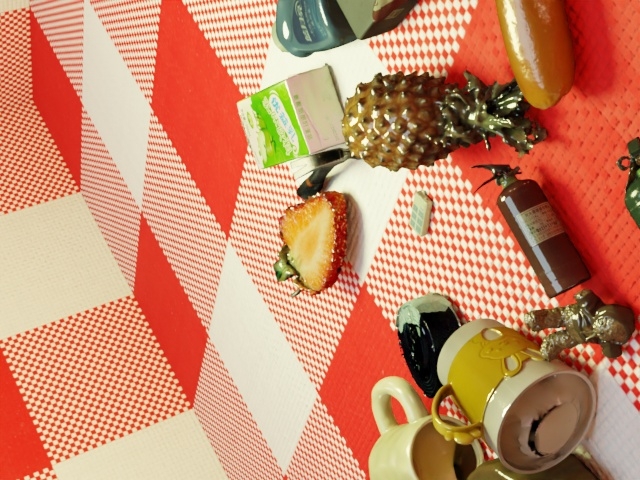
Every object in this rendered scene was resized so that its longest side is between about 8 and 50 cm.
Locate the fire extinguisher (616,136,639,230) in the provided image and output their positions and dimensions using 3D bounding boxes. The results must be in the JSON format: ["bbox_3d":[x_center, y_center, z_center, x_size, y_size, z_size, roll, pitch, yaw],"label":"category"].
[{"bbox_3d":[0.458,0.000,1.312,0.095,0.114,0.311,-34,75,24],"label":"fire extinguisher"}]

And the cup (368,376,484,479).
[{"bbox_3d":[0.168,0.404,2.043,0.255,0.173,0.202,44,152,-3],"label":"cup"}]

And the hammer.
[{"bbox_3d":[-0.009,-0.130,2.151,0.290,0.137,0.037,135,121,-72],"label":"hammer"}]

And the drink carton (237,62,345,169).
[{"bbox_3d":[-0.058,-0.247,2.160,0.271,0.108,0.161,-7,104,63],"label":"drink carton"}]

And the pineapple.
[{"bbox_3d":[0.194,-0.185,1.663,0.361,0.175,0.175,9,117,44],"label":"pineapple"}]

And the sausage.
[{"bbox_3d":[0.289,-0.296,1.442,0.098,0.098,0.238,1,106,64],"label":"sausage"}]

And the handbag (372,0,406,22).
[{"bbox_3d":[0.128,-0.473,1.588,0.213,0.127,0.235,-23,86,38],"label":"handbag"}]

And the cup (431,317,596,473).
[{"bbox_3d":[0.279,0.245,1.686,0.226,0.241,0.185,-135,34,-54],"label":"cup"}]

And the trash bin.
[{"bbox_3d":[0.070,-0.473,1.757,0.236,0.101,0.176,64,153,8],"label":"trash bin"}]

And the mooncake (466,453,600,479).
[{"bbox_3d":[0.372,0.476,1.738,0.290,0.161,0.290,42,141,47],"label":"mooncake"}]

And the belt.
[{"bbox_3d":[0.206,0.189,1.969,0.151,0.078,0.198,37,142,56],"label":"belt"}]

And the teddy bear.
[{"bbox_3d":[0.391,0.122,1.560,0.160,0.078,0.119,-12,112,43],"label":"teddy bear"}]

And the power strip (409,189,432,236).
[{"bbox_3d":[0.181,-0.048,1.921,0.040,0.016,0.090,50,148,38],"label":"power strip"}]

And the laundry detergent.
[{"bbox_3d":[-0.021,-0.413,1.980,0.290,0.094,0.143,-6,105,64],"label":"laundry detergent"}]

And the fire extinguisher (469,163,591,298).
[{"bbox_3d":[0.304,-0.023,1.579,0.231,0.099,0.071,61,165,9],"label":"fire extinguisher"}]

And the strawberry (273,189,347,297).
[{"bbox_3d":[0.000,0.000,2.234,0.188,0.106,0.286,56,139,19],"label":"strawberry"}]
